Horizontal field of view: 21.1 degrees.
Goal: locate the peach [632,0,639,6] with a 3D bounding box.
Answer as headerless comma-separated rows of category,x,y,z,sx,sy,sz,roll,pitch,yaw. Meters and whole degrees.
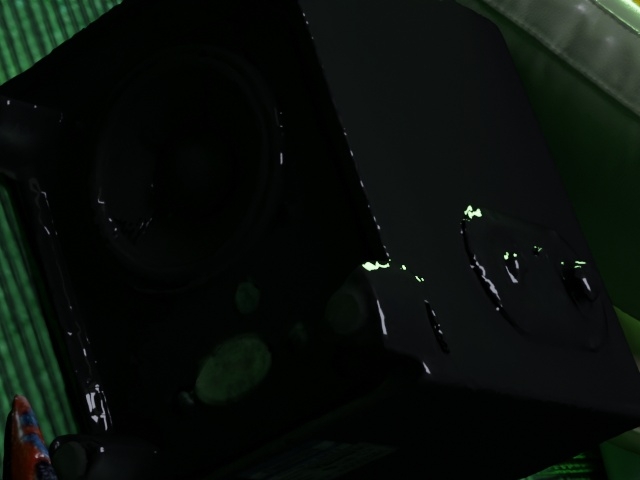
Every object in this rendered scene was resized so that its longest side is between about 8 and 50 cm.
peach,0.338,-0.160,1.654,0.279,0.068,0.189,33,38,-41

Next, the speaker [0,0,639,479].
speaker,0.000,0.000,0.793,0.254,0.184,0.232,16,49,-55

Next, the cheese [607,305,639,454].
cheese,0.164,0.061,1.093,0.227,0.064,0.137,23,33,-12

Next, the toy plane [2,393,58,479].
toy plane,-0.106,0.142,0.602,0.130,0.061,0.189,28,36,-44

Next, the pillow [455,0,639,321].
pillow,0.142,-0.068,1.008,0.322,0.120,0.255,39,-13,10

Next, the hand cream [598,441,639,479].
hand cream,0.209,0.076,1.214,0.109,0.067,0.321,34,31,-37
